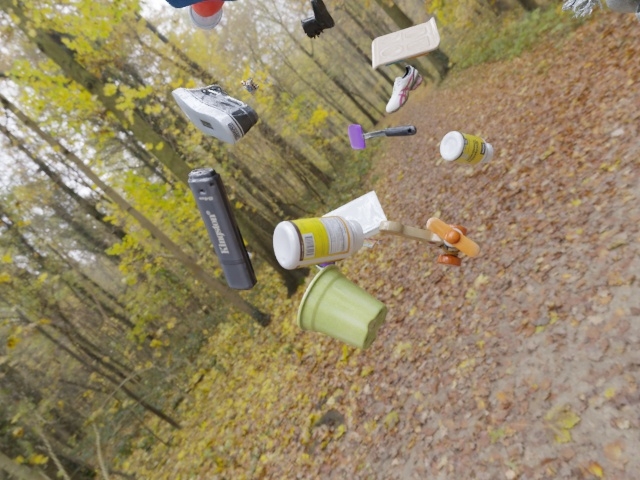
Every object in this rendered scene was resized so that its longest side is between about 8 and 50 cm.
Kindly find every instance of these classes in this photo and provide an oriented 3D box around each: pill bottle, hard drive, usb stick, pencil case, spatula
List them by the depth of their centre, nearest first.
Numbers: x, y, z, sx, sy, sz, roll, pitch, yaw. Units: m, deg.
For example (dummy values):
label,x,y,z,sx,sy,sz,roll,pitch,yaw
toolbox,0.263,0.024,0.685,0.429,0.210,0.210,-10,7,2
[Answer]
label,x,y,z,sx,sy,sz,roll,pitch,yaw
usb stick,-0.199,-0.015,0.884,0.077,0.278,0.045,5,33,31
pill bottle,0.000,0.000,1.064,0.215,0.117,0.117,-8,-15,-32
spatula,0.183,-0.334,1.337,0.030,0.084,0.296,-30,23,-34
pill bottle,0.525,-0.324,1.522,0.184,0.103,0.103,2,-22,-31
pencil case,-0.433,-0.851,1.556,0.113,0.124,0.273,-44,36,12
hard drive,0.088,-0.051,1.577,0.308,0.040,0.203,-26,39,11

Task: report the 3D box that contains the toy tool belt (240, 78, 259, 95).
label,x,y,z,sx,sy,sz,roll,pitch,yaw
toy tool belt,-0.280,-0.624,1.710,0.051,0.052,0.083,-46,-27,2

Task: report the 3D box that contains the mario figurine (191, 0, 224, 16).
label,x,y,z,sx,sy,sz,roll,pitch,yaw
mario figurine,-0.342,-0.860,1.374,0.170,0.198,0.320,30,-109,-60

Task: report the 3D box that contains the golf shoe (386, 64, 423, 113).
label,x,y,z,sx,sy,sz,roll,pitch,yaw
golf shoe,0.291,-0.553,1.570,0.186,0.086,0.067,-55,26,-3

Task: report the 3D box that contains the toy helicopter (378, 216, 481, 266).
label,x,y,z,sx,sy,sz,roll,pitch,yaw
toy helicopter,0.370,-0.008,1.425,0.235,0.355,0.140,173,110,-79

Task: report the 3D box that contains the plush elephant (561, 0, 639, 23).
label,x,y,z,sx,sy,sz,roll,pitch,yaw
plush elephant,0.740,-0.627,0.969,0.255,0.271,0.330,-10,-28,-46

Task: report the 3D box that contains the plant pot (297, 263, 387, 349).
label,x,y,z,sx,sy,sz,roll,pitch,yaw
plant pot,0.096,0.265,1.574,0.276,0.254,0.276,-44,-32,-37

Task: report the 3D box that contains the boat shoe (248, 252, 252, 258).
label,x,y,z,sx,sy,sz,roll,pitch,yaw
boat shoe,-0.338,0.065,1.718,0.049,0.142,0.040,46,113,41

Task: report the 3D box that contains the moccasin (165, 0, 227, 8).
label,x,y,z,sx,sy,sz,roll,pitch,yaw
moccasin,-0.291,-0.714,1.121,0.137,0.342,0.116,51,-130,-60

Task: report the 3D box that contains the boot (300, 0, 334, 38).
label,x,y,z,sx,sy,sz,roll,pitch,yaw
boot,-0.022,-0.713,1.368,0.099,0.121,0.045,-3,55,39

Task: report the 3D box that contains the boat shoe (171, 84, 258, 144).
label,x,y,z,sx,sy,sz,roll,pitch,yaw
boat shoe,-0.269,-0.339,1.084,0.105,0.113,0.306,-43,45,-16

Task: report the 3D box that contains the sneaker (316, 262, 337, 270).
label,x,y,z,sx,sy,sz,roll,pitch,yaw
sneaker,-0.056,0.029,1.969,0.102,0.293,0.146,-54,-29,-26

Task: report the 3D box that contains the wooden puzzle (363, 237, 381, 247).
label,x,y,z,sx,sy,sz,roll,pitch,yaw
wooden puzzle,0.163,0.008,1.436,0.083,0.006,0.049,8,30,30

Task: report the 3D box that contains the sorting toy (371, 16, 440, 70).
label,x,y,z,sx,sy,sz,roll,pitch,yaw
sorting toy,0.260,-0.603,1.323,0.208,0.038,0.193,-14,44,19
